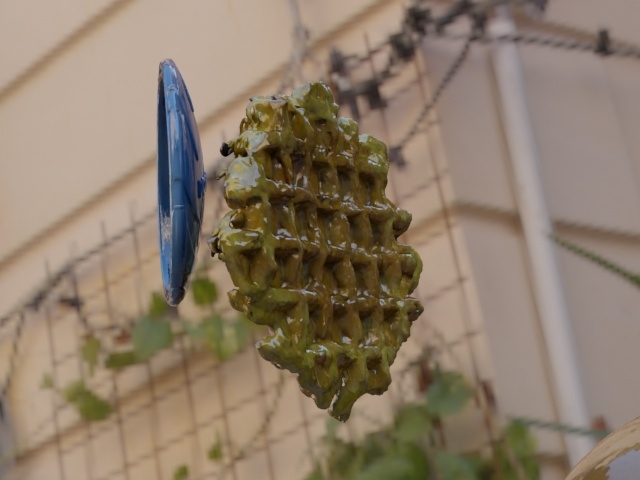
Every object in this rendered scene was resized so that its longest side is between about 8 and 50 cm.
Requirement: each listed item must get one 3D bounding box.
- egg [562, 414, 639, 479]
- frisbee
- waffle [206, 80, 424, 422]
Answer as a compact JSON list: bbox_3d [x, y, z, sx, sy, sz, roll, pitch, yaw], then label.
[{"bbox_3d":[0.322,0.300,1.514,0.301,0.374,0.301,17,-42,15],"label":"egg"},{"bbox_3d":[-0.134,-0.057,1.730,0.045,0.242,0.242,-2,-25,-7],"label":"frisbee"},{"bbox_3d":[0.000,0.000,1.669,0.068,0.325,0.302,-15,-57,28],"label":"waffle"}]
